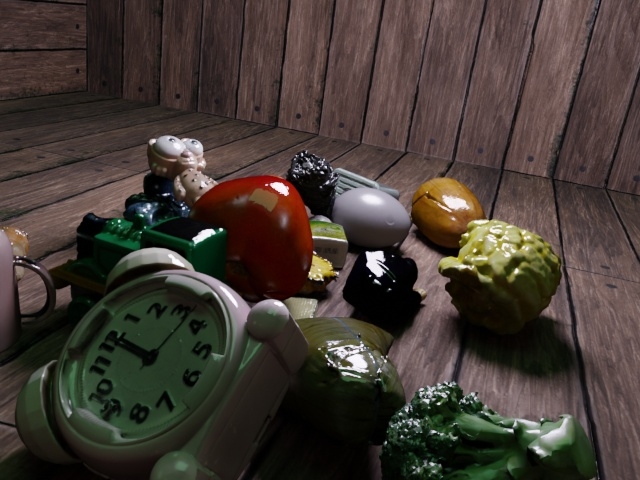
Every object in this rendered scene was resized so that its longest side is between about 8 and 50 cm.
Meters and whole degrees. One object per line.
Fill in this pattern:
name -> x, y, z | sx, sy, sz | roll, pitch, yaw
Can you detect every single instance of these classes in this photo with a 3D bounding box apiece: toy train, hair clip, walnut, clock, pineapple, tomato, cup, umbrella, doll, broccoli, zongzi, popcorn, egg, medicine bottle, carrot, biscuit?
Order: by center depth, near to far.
broccoli -> 0.206, 0.300, 0.792 | 0.270, 0.270, 0.270 | -25, 6, 26
clock -> -0.225, 0.185, 0.882 | 0.326, 0.184, 0.342 | 19, 57, 23
zongzi -> 0.086, 0.221, 1.056 | 0.360, 0.160, 0.323 | 2, 10, -38
cup -> -0.611, 0.083, 1.121 | 0.253, 0.200, 0.191 | 0, 21, -22
toy train -> -0.333, 0.065, 1.200 | 0.429, 0.249, 0.178 | 16, 22, 20
biscuit -> -0.075, 0.174, 1.304 | 0.121, 0.040, 0.199 | 6, 21, 6
tomato -> -0.137, -0.014, 1.315 | 0.299, 0.298, 0.226 | 15, 56, 20
carrot -> -0.687, 0.062, 1.337 | 0.102, 0.102, 0.263 | 1, 27, -18
popcorn -> 0.404, 0.087, 1.438 | 0.293, 0.293, 0.237 | 20, 59, 29
pineapple -> -0.062, 0.071, 1.523 | 0.225, 0.076, 0.225 | 20, 19, -7
doll -> -0.327, -0.162, 1.572 | 0.154, 0.119, 0.278 | -20, 57, -43
hair clip -> -0.389, -0.063, 1.639 | 0.310, 0.194, 0.206 | -10, 33, -43
medicine bottle -> 0.000, 0.000, 1.740 | 0.132, 0.088, 0.188 | 5, 21, -7
egg -> 0.151, -0.064, 1.843 | 0.232, 0.176, 0.176 | 13, 20, 5
umbrella -> 0.003, -0.148, 1.863 | 0.154, 0.128, 0.336 | -2, -24, 21
walnut -> 0.402, -0.078, 1.942 | 0.209, 0.209, 0.336 | 0, 22, -20

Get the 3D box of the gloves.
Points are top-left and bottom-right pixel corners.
gloves -> 0.162, 0.102, 1.476 | 0.197, 0.152, 0.301 | 37, 8, 2

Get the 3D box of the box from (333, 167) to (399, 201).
box -> 0.141, -0.136, 2.082 | 0.135, 0.163, 0.243 | 2, 17, -42

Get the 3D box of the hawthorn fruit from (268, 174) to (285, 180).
hawthorn fruit -> -0.147, -0.077, 1.713 | 0.207, 0.207, 0.243 | 3, 4, -13
